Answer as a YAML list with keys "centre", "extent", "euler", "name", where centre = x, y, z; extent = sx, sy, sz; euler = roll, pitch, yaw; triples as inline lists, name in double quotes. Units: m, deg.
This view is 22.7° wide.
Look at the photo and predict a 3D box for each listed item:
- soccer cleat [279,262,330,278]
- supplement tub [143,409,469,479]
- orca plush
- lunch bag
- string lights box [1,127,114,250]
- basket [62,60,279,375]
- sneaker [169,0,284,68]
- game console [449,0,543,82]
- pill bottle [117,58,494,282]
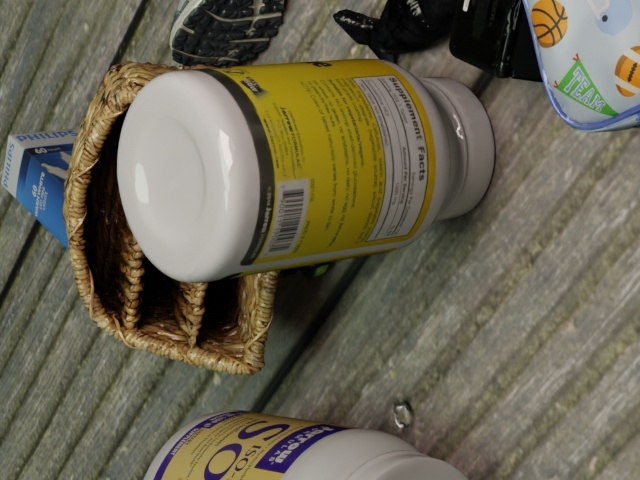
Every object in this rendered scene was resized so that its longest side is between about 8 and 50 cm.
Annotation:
- centre: [0.000, 0.000, 1.718]
  extent: [0.179, 0.060, 0.072]
  euler: [-16, 93, 58]
  name: "soccer cleat"
- centre: [-0.012, 0.305, 1.638]
  extent: [0.331, 0.241, 0.241]
  euler: [0, 96, 51]
  name: "supplement tub"
- centre: [0.093, -0.260, 1.511]
  extent: [0.287, 0.102, 0.151]
  euler: [-23, 79, 51]
  name: "orca plush"
- centre: [0.269, -0.235, 1.237]
  extent: [0.243, 0.115, 0.303]
  euler: [-21, 79, 47]
  name: "lunch bag"
- centre: [-0.274, -0.048, 1.981]
  extent: [0.259, 0.133, 0.077]
  euler: [39, 126, 40]
  name: "string lights box"
- centre: [-0.164, -0.029, 1.733]
  extent: [0.223, 0.213, 0.299]
  euler: [-125, 42, -63]
  name: "basket"
- centre: [-0.088, -0.309, 1.750]
  extent: [0.283, 0.110, 0.122]
  euler: [-56, 37, 37]
  name: "sneaker"
- centre: [0.184, -0.210, 1.432]
  extent: [0.107, 0.071, 0.122]
  euler: [32, 120, 42]
  name: "game console"
- centre: [-0.004, -0.073, 1.481]
  extent: [0.188, 0.334, 0.188]
  euler: [12, 106, 49]
  name: "pill bottle"
